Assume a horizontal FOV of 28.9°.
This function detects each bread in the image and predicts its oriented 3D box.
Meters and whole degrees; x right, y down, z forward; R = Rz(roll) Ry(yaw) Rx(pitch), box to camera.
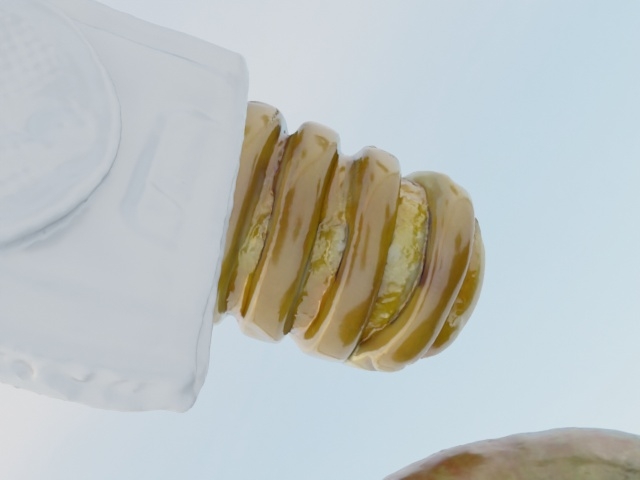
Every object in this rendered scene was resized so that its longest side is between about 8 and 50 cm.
[{"bbox_3d":[0.000,0.000,0.645,0.084,0.177,0.119,122,165,-87],"label":"bread"}]

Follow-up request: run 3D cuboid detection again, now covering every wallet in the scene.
[{"bbox_3d":[-0.087,-0.027,0.440,0.183,0.124,0.032,-85,20,-46],"label":"wallet"}]

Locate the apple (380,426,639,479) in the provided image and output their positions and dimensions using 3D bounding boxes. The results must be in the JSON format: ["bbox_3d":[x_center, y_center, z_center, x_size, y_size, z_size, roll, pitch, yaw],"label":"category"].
[{"bbox_3d":[0.107,0.242,0.549,0.309,0.277,0.250,-32,-56,-40],"label":"apple"}]
